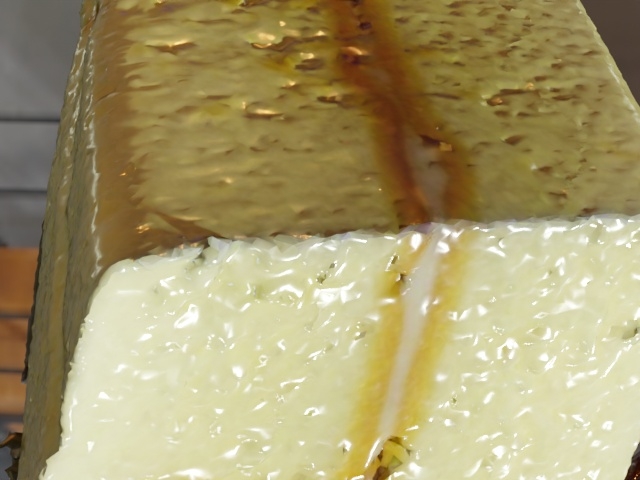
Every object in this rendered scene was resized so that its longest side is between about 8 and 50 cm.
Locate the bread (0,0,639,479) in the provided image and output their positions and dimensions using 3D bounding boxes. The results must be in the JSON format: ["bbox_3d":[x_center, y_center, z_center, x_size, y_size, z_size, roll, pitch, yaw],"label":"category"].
[{"bbox_3d":[0.000,0.000,0.972,0.405,0.345,0.242,-116,-142,-55],"label":"bread"}]

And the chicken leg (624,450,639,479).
[{"bbox_3d":[0.163,0.201,1.014,0.106,0.051,0.253,44,72,-32],"label":"chicken leg"}]
